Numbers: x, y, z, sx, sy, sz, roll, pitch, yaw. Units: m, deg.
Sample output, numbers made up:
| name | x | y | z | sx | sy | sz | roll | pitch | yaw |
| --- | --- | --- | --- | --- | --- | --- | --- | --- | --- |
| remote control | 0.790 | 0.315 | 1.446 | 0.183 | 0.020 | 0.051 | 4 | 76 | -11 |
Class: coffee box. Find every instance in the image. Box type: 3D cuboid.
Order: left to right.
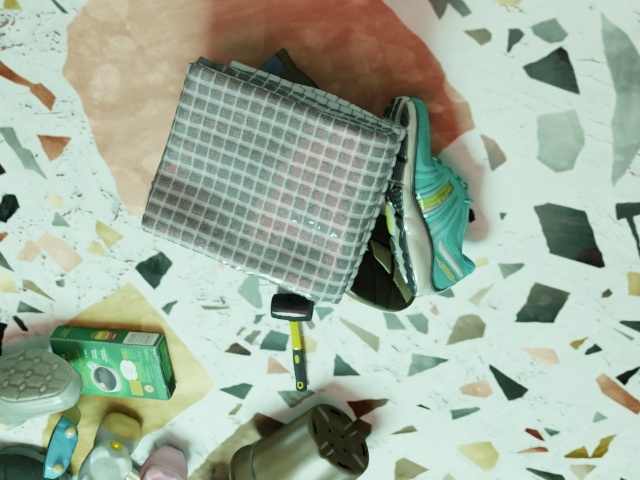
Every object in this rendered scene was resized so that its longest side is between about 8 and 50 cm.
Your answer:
| name | x | y | z | sx | sy | sz | roll | pitch | yaw |
| --- | --- | --- | --- | --- | --- | --- | --- | --- | --- |
| coffee box | -0.325 | 0.191 | 1.887 | 0.184 | 0.040 | 0.113 | 2 | 125 | 15 |

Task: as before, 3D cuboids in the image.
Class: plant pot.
| name | x | y | z | sx | sy | sz | roll | pitch | yaw |
| --- | --- | --- | --- | --- | --- | --- | --- | --- | --- |
| plant pot | -0.025 | 0.343 | 1.841 | 0.167 | 0.167 | 0.165 | 40 | 118 | -13 |

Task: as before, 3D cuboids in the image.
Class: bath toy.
| name | x | y | z | sx | sy | sz | roll | pitch | yaw |
| --- | --- | --- | --- | --- | --- | --- | --- | --- | --- |
| bath toy | -0.279 | 0.389 | 1.963 | 0.348 | 0.151 | 0.129 | 28 | 158 | -9 |

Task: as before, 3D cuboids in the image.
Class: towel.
| name | x | y | z | sx | sy | sz | roll | pitch | yaw |
| --- | --- | --- | --- | --- | --- | --- | --- | --- | --- |
| towel | -0.065 | -0.075 | 1.463 | 0.283 | 0.121 | 0.235 | 20 | 110 | 8 |

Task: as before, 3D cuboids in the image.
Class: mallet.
| name | x | y | z | sx | sy | sz | roll | pitch | yaw |
| --- | --- | --- | --- | --- | --- | --- | --- | --- | --- |
| mallet | -0.026 | 0.153 | 1.778 | 0.062 | 0.039 | 0.190 | -2 | 129 | 15 |

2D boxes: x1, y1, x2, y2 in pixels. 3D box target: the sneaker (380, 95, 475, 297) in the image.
| name | x | y | z | sx | sy | sz | roll | pitch | yaw |
| --- | --- | --- | --- | --- | --- | --- | --- | --- | --- |
| sneaker | 0.137 | -0.061 | 1.547 | 0.110 | 0.107 | 0.275 | -18 | 117 | -12 |

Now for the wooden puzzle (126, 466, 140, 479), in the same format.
| name | x | y | z | sx | sy | sz | roll | pitch | yaw |
| --- | --- | --- | --- | --- | --- | --- | --- | --- | --- |
| wooden puzzle | -0.335 | 0.495 | 2.108 | 0.221 | 0.044 | 0.238 | 40 | 126 | -13 |

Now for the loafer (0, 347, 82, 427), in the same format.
| name | x | y | z | sx | sy | sz | roll | pitch | yaw |
| --- | --- | --- | --- | --- | --- | --- | --- | --- | --- |
| loafer | -0.485 | 0.240 | 1.917 | 0.319 | 0.112 | 0.111 | -3 | 138 | 39 |

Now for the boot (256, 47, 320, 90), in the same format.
| name | x | y | z | sx | sy | sz | roll | pitch | yaw |
| --- | --- | --- | --- | --- | --- | --- | --- | --- | --- |
| boot | -0.091 | -0.155 | 1.556 | 0.219 | 0.082 | 0.106 | -29 | 98 | 26 |

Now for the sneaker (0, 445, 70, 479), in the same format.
| name | x | y | z | sx | sy | sz | roll | pitch | yaw |
| --- | --- | --- | --- | --- | --- | --- | --- | --- | --- |
| sneaker | -0.595 | 0.432 | 2.080 | 0.340 | 0.140 | 0.125 | 4 | 124 | 12 |

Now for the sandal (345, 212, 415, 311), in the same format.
| name | x | y | z | sx | sy | sz | roll | pitch | yaw |
| --- | --- | --- | --- | --- | --- | --- | --- | --- | --- |
| sandal | -0.001 | -0.002 | 1.623 | 0.302 | 0.120 | 0.086 | 26 | 166 | -6 |
